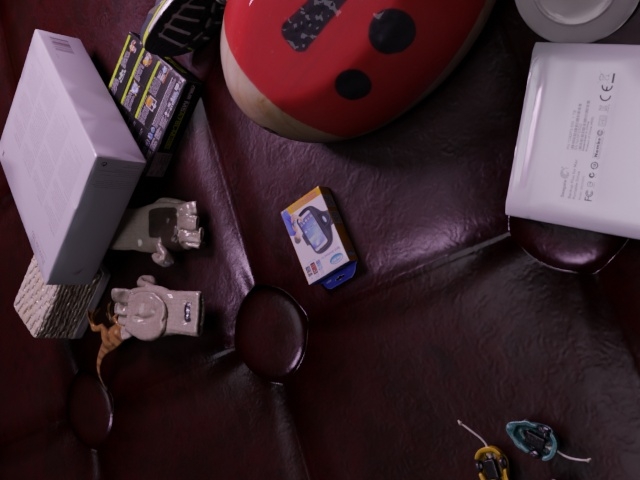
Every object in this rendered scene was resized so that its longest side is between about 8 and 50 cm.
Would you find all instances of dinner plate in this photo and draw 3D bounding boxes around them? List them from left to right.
[{"bbox_3d":[0.282,-0.286,0.826,0.141,0.017,0.141,11,117,24],"label":"dinner plate"}]

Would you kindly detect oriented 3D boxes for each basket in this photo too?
[{"bbox_3d":[-0.488,0.094,1.405,0.113,0.103,0.167,44,116,30],"label":"basket"}]

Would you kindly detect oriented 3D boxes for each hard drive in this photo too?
[{"bbox_3d":[0.359,-0.100,0.785,0.308,0.040,0.203,14,99,37],"label":"hard drive"}]

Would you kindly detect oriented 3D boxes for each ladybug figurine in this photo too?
[{"bbox_3d":[0.032,-0.294,0.917,0.305,0.162,0.449,46,123,1],"label":"ladybug figurine"}]

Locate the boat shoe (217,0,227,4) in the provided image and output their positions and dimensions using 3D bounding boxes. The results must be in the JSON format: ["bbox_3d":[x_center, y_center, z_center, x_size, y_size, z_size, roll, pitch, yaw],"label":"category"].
[{"bbox_3d":[-0.105,-0.439,1.086,0.069,0.081,0.227,42,133,26],"label":"boat shoe"}]

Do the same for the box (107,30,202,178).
[{"bbox_3d":[-0.304,-0.235,1.299,0.184,0.045,0.190,43,116,32],"label":"box"}]

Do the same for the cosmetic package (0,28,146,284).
[{"bbox_3d":[-0.460,-0.151,1.338,0.284,0.097,0.377,-55,50,29],"label":"cosmetic package"}]

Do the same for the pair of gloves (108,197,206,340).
[{"bbox_3d":[-0.273,0.048,1.260,0.204,0.042,0.240,-9,80,29],"label":"pair of gloves"}]

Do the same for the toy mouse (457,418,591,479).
[{"bbox_3d":[0.254,0.266,0.874,0.143,0.031,0.161,-30,73,34],"label":"toy mouse"}]

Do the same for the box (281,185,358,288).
[{"bbox_3d":[0.000,0.000,1.073,0.081,0.028,0.136,-33,69,33],"label":"box"}]

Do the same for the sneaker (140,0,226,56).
[{"bbox_3d":[-0.198,-0.428,1.188,0.300,0.111,0.121,-52,54,17],"label":"sneaker"}]

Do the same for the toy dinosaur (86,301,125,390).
[{"bbox_3d":[-0.378,0.175,1.346,0.211,0.064,0.112,-43,66,30],"label":"toy dinosaur"}]
